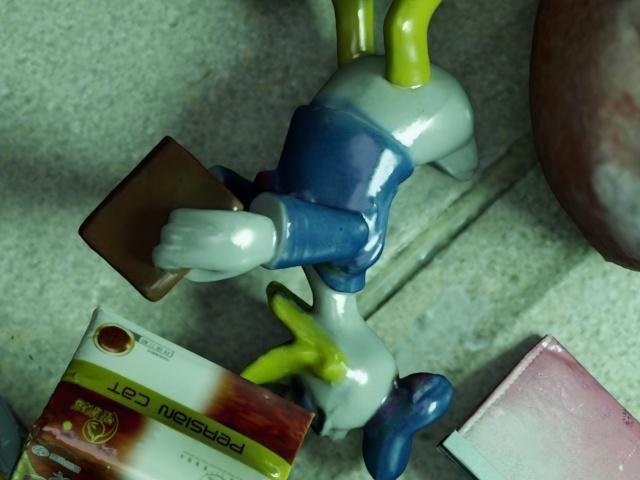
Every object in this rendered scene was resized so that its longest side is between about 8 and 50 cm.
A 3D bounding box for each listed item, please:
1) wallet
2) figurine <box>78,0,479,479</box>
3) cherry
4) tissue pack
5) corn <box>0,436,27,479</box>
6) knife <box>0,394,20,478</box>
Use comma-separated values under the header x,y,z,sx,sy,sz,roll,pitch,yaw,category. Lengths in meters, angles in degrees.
x,y,z,sx,sy,sz,roll,pitch,yaw,category
0.195,0.177,1.224,0.232,0.025,0.119,45,61,3,wallet
0.000,0.000,1.167,0.283,0.204,0.338,-20,102,-30,figurine
0.250,-0.110,1.171,0.261,0.221,0.307,42,114,25,cherry
-0.095,0.126,1.130,0.148,0.099,0.106,26,52,-3,tissue pack
-0.201,0.171,1.185,0.310,0.101,0.101,18,86,-3,corn
-0.238,0.064,1.189,0.028,0.015,0.210,-13,56,-42,knife
